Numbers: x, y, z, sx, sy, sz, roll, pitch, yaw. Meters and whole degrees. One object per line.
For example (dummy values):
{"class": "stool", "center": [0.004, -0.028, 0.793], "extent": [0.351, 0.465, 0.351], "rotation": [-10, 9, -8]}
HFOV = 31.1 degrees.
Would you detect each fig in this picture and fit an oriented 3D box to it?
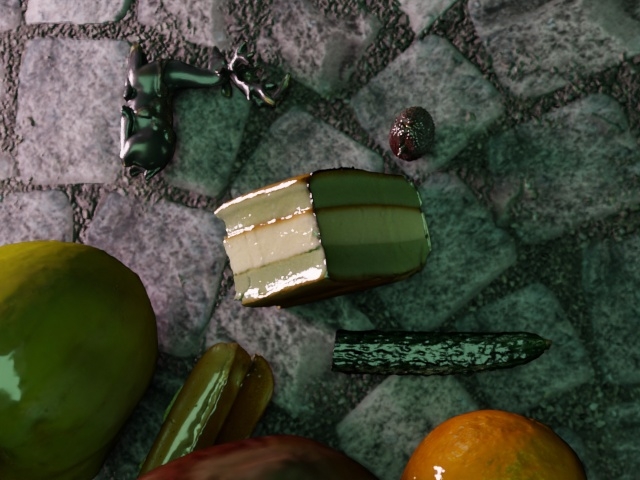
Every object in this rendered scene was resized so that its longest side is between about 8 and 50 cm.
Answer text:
{"class": "fig", "center": [-0.368, 0.147, 1.487], "extent": [0.343, 0.343, 0.343], "rotation": [-1, 81, 8]}

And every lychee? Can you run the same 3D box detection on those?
{"class": "lychee", "center": [0.124, -0.145, 1.582], "extent": [0.067, 0.068, 0.083], "rotation": [8, 58, 50]}

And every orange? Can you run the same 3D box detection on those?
{"class": "orange", "center": [0.213, 0.331, 1.410], "extent": [0.246, 0.246, 0.246], "rotation": [-1, 81, 8]}

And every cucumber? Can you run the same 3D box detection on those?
{"class": "cucumber", "center": [0.160, 0.150, 1.531], "extent": [0.294, 0.067, 0.067], "rotation": [0, 81, 6]}

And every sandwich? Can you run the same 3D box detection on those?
{"class": "sandwich", "center": [0.000, 0.001, 1.561], "extent": [0.198, 0.227, 0.155], "rotation": [-19, 78, 41]}

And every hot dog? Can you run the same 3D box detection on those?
{"class": "hot dog", "center": [-0.179, 0.291, 1.525], "extent": [0.100, 0.135, 0.337], "rotation": [23, 84, 33]}

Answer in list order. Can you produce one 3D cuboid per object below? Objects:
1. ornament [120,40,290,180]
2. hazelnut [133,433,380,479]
{"class": "ornament", "center": [-0.162, -0.185, 1.622], "extent": [0.236, 0.080, 0.202], "rotation": [-1, 77, 8]}
{"class": "hazelnut", "center": [-0.087, 0.398, 1.312], "extent": [0.421, 0.421, 0.352], "rotation": [-14, 51, 5]}
